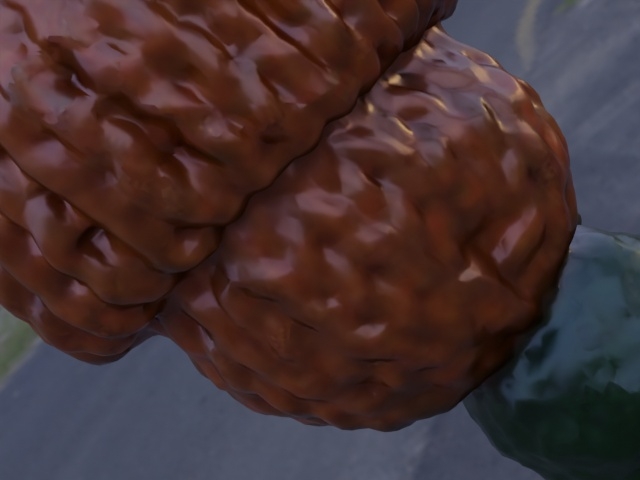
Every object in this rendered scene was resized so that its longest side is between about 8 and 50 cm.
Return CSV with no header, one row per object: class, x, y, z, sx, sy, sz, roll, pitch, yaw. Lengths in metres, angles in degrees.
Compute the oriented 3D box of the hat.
hat,0.000,0.000,0.776,0.285,0.400,0.285,-38,11,9
